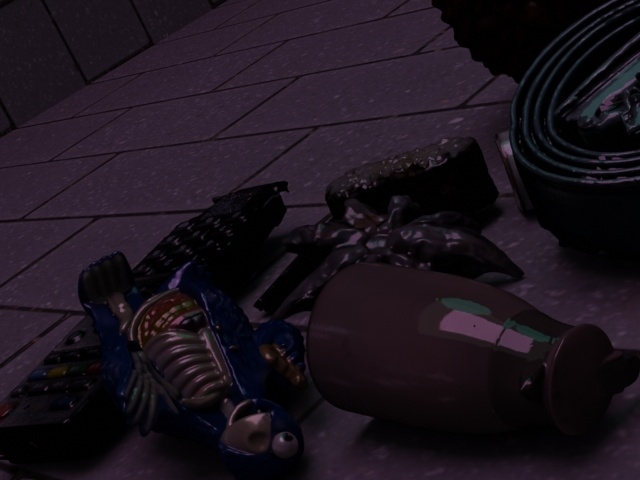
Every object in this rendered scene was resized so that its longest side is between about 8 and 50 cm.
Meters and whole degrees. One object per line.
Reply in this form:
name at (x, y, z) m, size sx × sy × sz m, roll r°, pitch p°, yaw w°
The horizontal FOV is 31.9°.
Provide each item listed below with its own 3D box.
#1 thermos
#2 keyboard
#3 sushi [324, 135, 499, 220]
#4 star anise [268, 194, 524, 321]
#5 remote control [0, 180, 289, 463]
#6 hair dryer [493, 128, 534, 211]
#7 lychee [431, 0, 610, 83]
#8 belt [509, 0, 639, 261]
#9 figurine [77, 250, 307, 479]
thermos at (0.104, 0.071, 0.715) m, size 0.137 × 0.105 × 0.193 m, roll -1°, pitch 4°, yaw -43°
keyboard at (0.000, 0.000, 1.070) m, size 0.195 × 0.018 × 0.060 m, roll -49°, pitch -3°, yaw -46°
sushi at (0.084, -0.041, 1.023) m, size 0.150 × 0.078 × 0.090 m, roll -19°, pitch 15°, yaw 18°
star anise at (0.049, 0.020, 0.909) m, size 0.204 × 0.061 × 0.180 m, roll 23°, pitch 57°, yaw 40°
remote control at (-0.158, 0.069, 1.057) m, size 0.144 × 0.062 × 0.399 m, roll -11°, pitch 26°, yaw 36°
hair dryer at (0.227, -0.099, 1.046) m, size 0.131 × 0.073 × 0.236 m, roll -21°, pitch 12°, yaw 8°
lychee at (0.254, -0.282, 1.099) m, size 0.306 × 0.306 × 0.330 m, roll -12°, pitch -20°, yaw 31°
belt at (0.263, -0.106, 0.832) m, size 0.267 × 0.116 × 0.206 m, roll -46°, pitch 41°, yaw -17°
figurine at (-0.091, 0.104, 0.838) m, size 0.164 × 0.121 × 0.262 m, roll 3°, pitch 22°, yaw -20°
